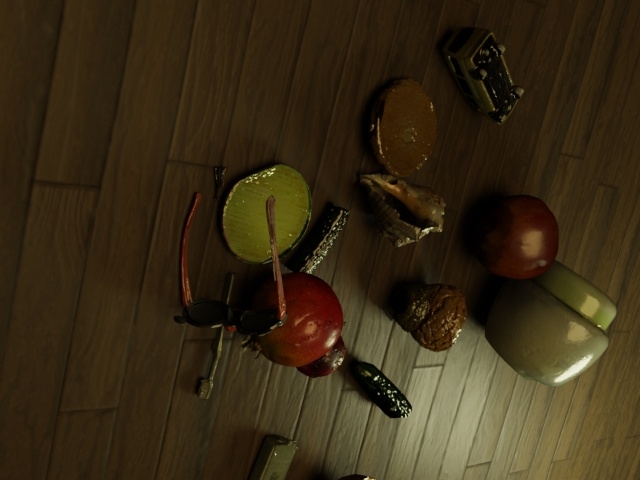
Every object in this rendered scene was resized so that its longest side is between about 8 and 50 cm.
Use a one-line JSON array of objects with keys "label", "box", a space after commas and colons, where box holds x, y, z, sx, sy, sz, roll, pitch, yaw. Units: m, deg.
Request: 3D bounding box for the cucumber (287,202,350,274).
[{"label": "cucumber", "box": [0.000, 0.000, 1.701, 0.058, 0.058, 0.187, 40, 82, -40]}]

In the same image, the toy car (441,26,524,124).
[{"label": "toy car", "box": [0.386, -0.391, 1.808, 0.101, 0.124, 0.257, -53, 139, -9]}]

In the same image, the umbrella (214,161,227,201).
[{"label": "umbrella", "box": [-0.201, -0.118, 1.523, 0.031, 0.020, 0.083, -47, 144, -68]}]

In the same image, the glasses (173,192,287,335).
[{"label": "glasses", "box": [-0.184, 0.050, 1.479, 0.118, 0.234, 0.269, -36, 126, -57]}]

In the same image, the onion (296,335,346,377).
[{"label": "onion", "box": [-0.004, 0.254, 1.758, 0.131, 0.131, 0.131, -15, 116, -33]}]

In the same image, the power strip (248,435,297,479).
[{"label": "power strip", "box": [-0.137, 0.594, 1.827, 0.078, 0.052, 0.272, 18, 97, -41]}]

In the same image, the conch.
[{"label": "conch", "box": [0.185, -0.075, 1.748, 0.245, 0.178, 0.163, 35, 94, -18]}]

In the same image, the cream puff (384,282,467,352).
[{"label": "cream puff", "box": [0.254, 0.183, 1.918, 0.168, 0.183, 0.184, 17, 97, -19]}]

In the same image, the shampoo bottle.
[{"label": "shampoo bottle", "box": [0.632, 0.231, 2.107, 0.322, 0.322, 0.317, 28, 98, -41]}]

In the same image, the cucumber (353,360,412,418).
[{"label": "cucumber", "box": [0.154, 0.384, 1.960, 0.074, 0.074, 0.241, -49, 126, -12]}]

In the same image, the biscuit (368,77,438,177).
[{"label": "biscuit", "box": [0.189, -0.257, 1.738, 0.225, 0.042, 0.226, -7, 101, -41]}]

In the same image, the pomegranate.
[{"label": "pomegranate", "box": [-0.066, 0.172, 1.629, 0.235, 0.210, 0.210, -14, 119, -2]}]

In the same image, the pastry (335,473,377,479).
[{"label": "pastry", "box": [0.057, 0.722, 1.962, 0.256, 0.170, 0.237, 39, 62, -36]}]

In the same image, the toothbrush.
[{"label": "toothbrush", "box": [-0.220, 0.208, 1.630, 0.028, 0.026, 0.295, 9, 101, -39]}]

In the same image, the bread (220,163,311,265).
[{"label": "bread", "box": [-0.115, -0.056, 1.604, 0.228, 0.033, 0.229, -15, 117, -31]}]

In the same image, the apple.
[{"label": "apple", "box": [0.506, -0.011, 1.994, 0.229, 0.230, 0.230, -15, 116, -33]}]
